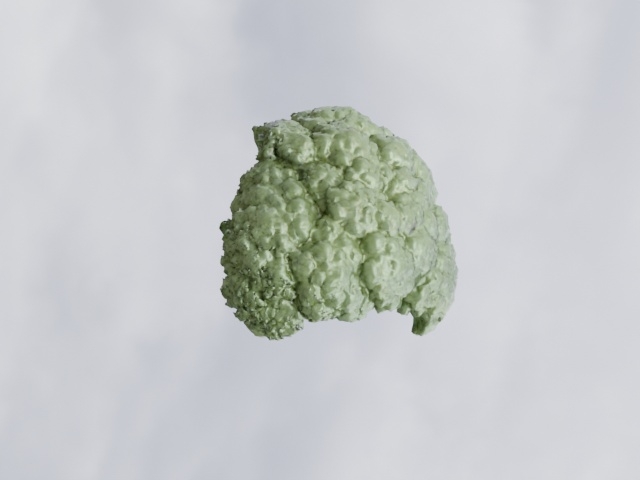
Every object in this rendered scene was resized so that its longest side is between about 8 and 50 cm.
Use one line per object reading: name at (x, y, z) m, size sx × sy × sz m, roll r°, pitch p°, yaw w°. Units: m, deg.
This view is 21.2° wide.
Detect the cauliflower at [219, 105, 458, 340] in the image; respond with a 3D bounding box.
cauliflower at (0.000, 0.000, 1.735) m, size 0.250 × 0.275 × 0.272 m, roll -42°, pitch -135°, yaw 37°
